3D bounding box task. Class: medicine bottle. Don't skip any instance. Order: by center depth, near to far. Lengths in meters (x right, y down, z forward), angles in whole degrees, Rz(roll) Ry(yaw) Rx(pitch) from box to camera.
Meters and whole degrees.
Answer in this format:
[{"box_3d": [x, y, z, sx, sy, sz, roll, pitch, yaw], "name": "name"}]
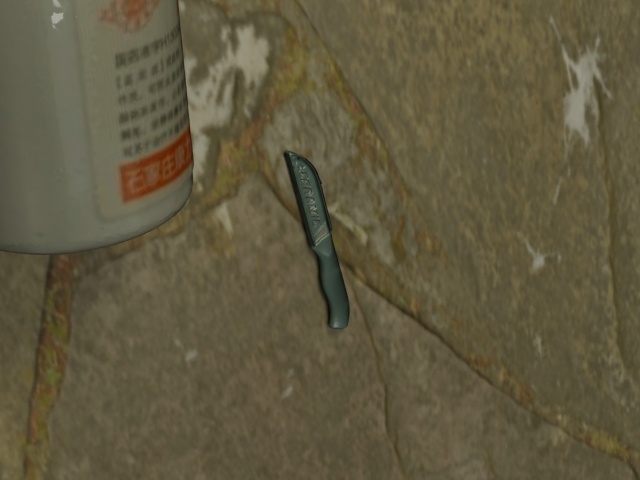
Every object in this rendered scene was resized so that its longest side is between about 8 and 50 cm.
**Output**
[{"box_3d": [-0.215, -0.194, 1.416, 0.211, 0.211, 0.371, -17, 119, -26], "name": "medicine bottle"}]

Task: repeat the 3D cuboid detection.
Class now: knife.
[{"box_3d": [0.001, 0.000, 1.763, 0.028, 0.015, 0.210, -23, 121, -16], "name": "knife"}]
